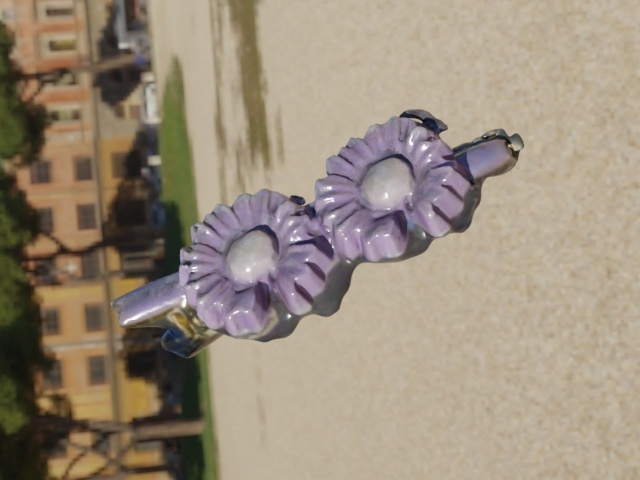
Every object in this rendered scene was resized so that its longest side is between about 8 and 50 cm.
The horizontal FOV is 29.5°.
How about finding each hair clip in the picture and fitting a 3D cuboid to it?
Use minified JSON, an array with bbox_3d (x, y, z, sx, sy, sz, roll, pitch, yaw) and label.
[{"bbox_3d":[0.000,0.000,0.795,0.084,0.292,0.106,52,-168,-52],"label":"hair clip"}]
